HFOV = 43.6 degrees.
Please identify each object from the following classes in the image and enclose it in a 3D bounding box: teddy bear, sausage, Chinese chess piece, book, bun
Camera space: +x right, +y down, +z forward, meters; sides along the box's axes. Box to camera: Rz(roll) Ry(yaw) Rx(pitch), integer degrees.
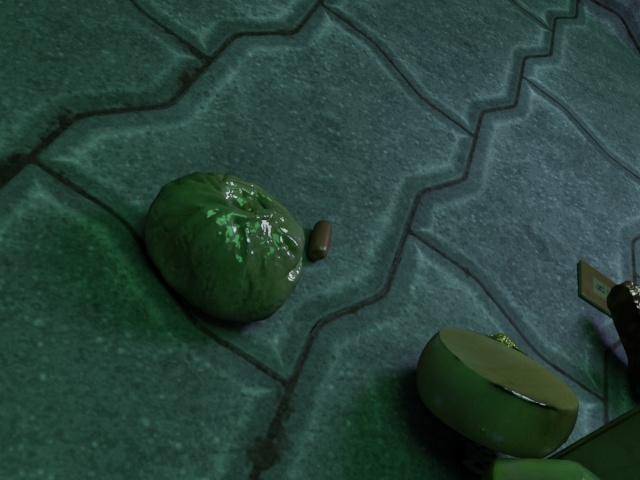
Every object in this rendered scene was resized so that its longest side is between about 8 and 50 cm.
[{"bbox_3d":[0.725,0.217,1.585,0.222,0.246,0.296,-1,81,-17],"label":"teddy bear"},{"bbox_3d":[0.000,0.000,1.354,0.034,0.034,0.083,28,41,-15],"label":"sausage"},{"bbox_3d":[0.266,0.230,1.223,0.250,0.097,0.251,22,13,-5],"label":"Chinese chess piece"},{"bbox_3d":[0.641,0.125,1.773,0.172,0.012,0.118,33,39,-10],"label":"book"},{"bbox_3d":[-0.126,0.001,1.160,0.243,0.153,0.244,19,47,-22],"label":"bun"}]

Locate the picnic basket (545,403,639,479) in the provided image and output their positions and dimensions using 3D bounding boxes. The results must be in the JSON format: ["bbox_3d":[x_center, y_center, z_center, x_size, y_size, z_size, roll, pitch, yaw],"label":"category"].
[{"bbox_3d":[0.502,0.380,1.181,0.175,0.313,0.228,19,41,-38],"label":"picnic basket"}]

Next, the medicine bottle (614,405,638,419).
[{"bbox_3d":[0.600,0.419,1.334,0.165,0.165,0.273,16,43,-28],"label":"medicine bottle"}]

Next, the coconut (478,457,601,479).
[{"bbox_3d":[0.288,0.402,1.077,0.236,0.236,0.204,51,3,14],"label":"coconut"}]

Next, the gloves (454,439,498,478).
[{"bbox_3d":[0.244,0.338,1.232,0.086,0.026,0.064,17,45,-33],"label":"gloves"}]

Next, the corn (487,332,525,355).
[{"bbox_3d":[0.349,0.247,1.373,0.203,0.072,0.072,52,40,12],"label":"corn"}]
